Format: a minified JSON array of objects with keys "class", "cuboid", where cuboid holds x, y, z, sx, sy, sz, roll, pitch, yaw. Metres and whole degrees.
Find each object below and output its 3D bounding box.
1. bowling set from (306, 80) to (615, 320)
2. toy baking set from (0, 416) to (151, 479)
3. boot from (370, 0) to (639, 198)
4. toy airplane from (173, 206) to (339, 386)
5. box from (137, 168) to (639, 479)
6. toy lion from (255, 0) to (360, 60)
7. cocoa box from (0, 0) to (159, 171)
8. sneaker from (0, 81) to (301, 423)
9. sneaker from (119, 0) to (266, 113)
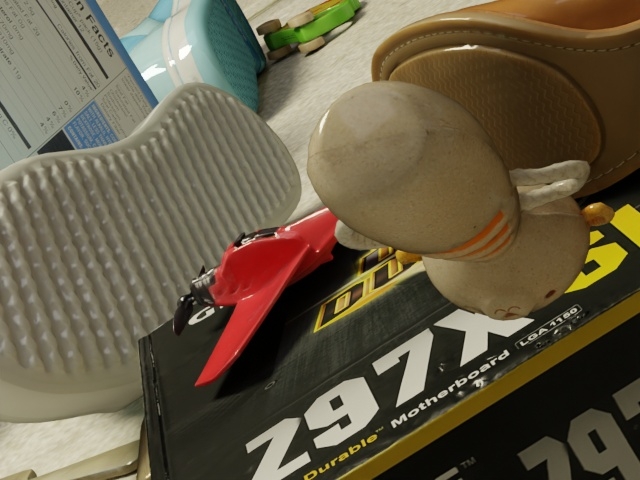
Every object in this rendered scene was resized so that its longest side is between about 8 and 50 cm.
[{"class":"bowling set","cuboid":[0.149,0.031,0.431,0.287,0.200,0.154,-15,-19,19]},{"class":"toy baking set","cuboid":[-0.136,0.134,0.816,0.196,0.030,0.256,-30,16,9]},{"class":"boot","cuboid":[0.127,-0.085,0.631,0.197,0.073,0.152,-1,33,39]},{"class":"toy airplane","cuboid":[0.000,0.000,0.686,0.151,0.028,0.151,-30,15,9]},{"class":"box","cuboid":[0.088,0.018,0.659,0.322,0.079,0.257,-32,17,1]},{"class":"toy lion","cuboid":[-0.002,-0.196,1.573,0.096,0.034,0.100,-31,14,-24]},{"class":"cocoa box","cuboid":[-0.299,-0.022,1.231,0.347,0.231,0.228,-23,17,29]},{"class":"sneaker","cuboid":[-0.121,0.033,0.939,0.150,0.135,0.366,-47,-4,24]},{"class":"sneaker","cuboid":[-0.161,-0.139,1.524,0.208,0.127,0.319,-28,15,10]}]
